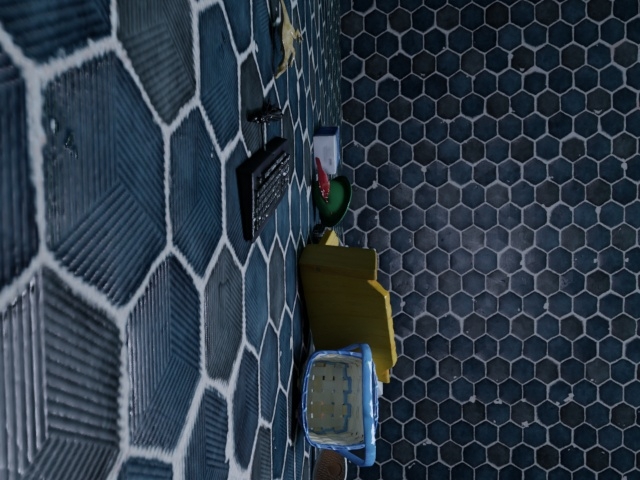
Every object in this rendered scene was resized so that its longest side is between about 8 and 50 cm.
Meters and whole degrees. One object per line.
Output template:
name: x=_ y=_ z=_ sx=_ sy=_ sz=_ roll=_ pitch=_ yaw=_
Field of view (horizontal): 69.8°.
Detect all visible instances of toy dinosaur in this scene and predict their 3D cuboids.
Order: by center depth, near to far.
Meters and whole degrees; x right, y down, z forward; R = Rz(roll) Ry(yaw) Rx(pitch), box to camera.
toy dinosaur: x=-0.068 y=-0.418 z=0.916 sx=0.092 sy=0.053 sz=0.183 roll=-60 pitch=149 yaw=-76

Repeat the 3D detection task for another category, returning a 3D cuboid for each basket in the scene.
basket: x=0.052 y=0.388 z=1.107 sx=0.289 sy=0.200 sz=0.255 roll=146 pitch=-51 yaw=-60

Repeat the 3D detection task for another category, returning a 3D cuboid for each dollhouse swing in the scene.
dollhouse swing: x=0.110 y=0.157 z=1.338 sx=0.305 sy=0.314 sz=0.347 roll=-40 pitch=127 yaw=-51

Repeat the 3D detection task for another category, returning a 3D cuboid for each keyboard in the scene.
keyboard: x=-0.089 y=-0.138 z=0.799 sx=0.317 sy=0.033 sz=0.202 roll=-78 pitch=165 yaw=-68

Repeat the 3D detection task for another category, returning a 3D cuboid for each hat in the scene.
hat: x=-0.016 y=-0.162 z=1.501 sx=0.173 sy=0.183 sz=0.209 roll=34 pitch=-74 yaw=54

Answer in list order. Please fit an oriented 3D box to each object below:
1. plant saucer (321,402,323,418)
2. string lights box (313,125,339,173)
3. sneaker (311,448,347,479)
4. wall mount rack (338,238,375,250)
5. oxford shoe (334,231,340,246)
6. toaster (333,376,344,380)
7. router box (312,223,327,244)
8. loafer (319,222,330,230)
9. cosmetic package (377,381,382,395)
plant saucer: x=0.003 y=0.599 z=1.652 sx=0.083 sy=0.013 sz=0.084 roll=-2 pitch=90 yaw=-84
string lights box: x=0.027 y=-0.338 z=1.687 sx=0.260 sy=0.076 sz=0.134 roll=-76 pitch=164 yaw=-68
sneaker: x=0.019 y=0.772 z=1.452 sx=0.123 sy=0.105 sz=0.290 roll=118 pitch=-20 yaw=-83
wall mount rack: x=0.123 y=0.139 z=1.636 sx=0.304 sy=0.130 sz=0.350 roll=-178 pitch=-108 yaw=-71
oxford shoe: x=0.047 y=0.062 z=1.969 sx=0.076 sy=0.076 sz=0.213 roll=-158 pitch=-119 yaw=-64
toaster: x=0.082 y=0.482 z=1.892 sx=0.146 sy=0.129 sz=0.227 roll=-88 pitch=167 yaw=-59
router box: x=0.000 y=0.000 z=1.573 sx=0.122 sy=0.038 sz=0.092 roll=-69 pitch=157 yaw=-74
loafer: x=0.020 y=0.004 z=1.708 sx=0.050 sy=0.056 sz=0.148 roll=-67 pitch=146 yaw=-73
cosmetic package: x=0.156 y=0.380 z=1.815 sx=0.285 sy=0.097 sz=0.377 roll=62 pitch=18 yaw=-22
